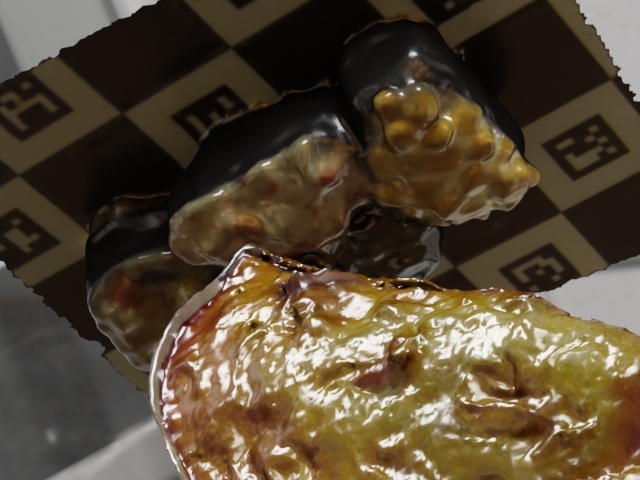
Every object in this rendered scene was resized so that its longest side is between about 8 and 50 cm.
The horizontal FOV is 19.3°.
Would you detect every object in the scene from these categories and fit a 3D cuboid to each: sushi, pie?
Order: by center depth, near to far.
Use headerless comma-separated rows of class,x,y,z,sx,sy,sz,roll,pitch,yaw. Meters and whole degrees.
pie,0.021,0.041,0.454,0.191,0.088,0.033,12,-36,42
sushi,0.000,0.000,0.604,0.192,0.215,0.050,48,25,-41
